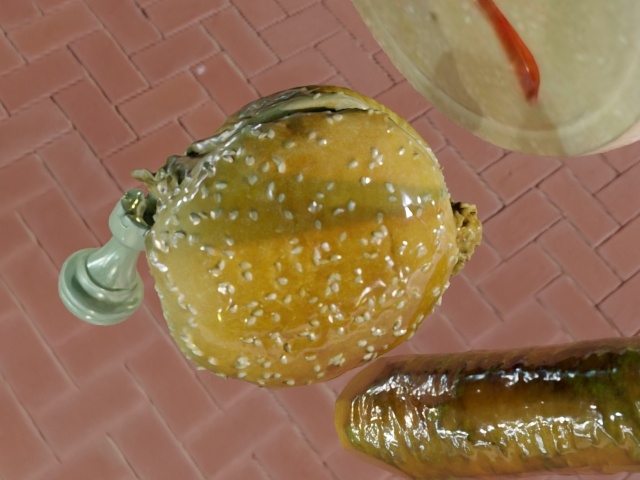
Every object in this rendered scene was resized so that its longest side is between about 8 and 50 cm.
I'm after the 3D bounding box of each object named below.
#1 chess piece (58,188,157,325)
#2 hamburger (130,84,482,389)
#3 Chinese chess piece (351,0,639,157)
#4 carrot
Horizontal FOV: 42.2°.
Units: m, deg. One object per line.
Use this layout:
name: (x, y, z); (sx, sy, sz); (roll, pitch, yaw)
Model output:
chess piece: (-0.151, 0.010, 0.625); (0.067, 0.103, 0.067); (24, 37, -20)
hamburger: (0.000, 0.000, 0.537); (0.215, 0.189, 0.122); (-18, 31, -3)
Chinese chess piece: (0.141, -0.218, 0.549); (0.140, 0.338, 0.338); (-36, 76, -18)
carrot: (0.148, 0.140, 0.674); (0.114, 0.301, 0.114); (17, 68, -48)
